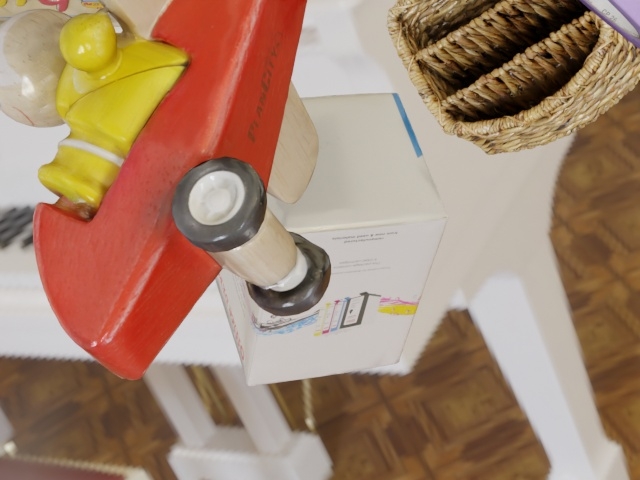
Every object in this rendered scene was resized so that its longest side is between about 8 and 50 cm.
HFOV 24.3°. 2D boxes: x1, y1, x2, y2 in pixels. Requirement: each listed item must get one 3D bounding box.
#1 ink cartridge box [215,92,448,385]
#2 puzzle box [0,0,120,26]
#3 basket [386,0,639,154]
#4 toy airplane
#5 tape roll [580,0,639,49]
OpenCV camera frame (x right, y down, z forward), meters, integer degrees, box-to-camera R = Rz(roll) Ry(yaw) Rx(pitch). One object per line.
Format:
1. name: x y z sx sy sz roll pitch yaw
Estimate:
1. ink cartridge box: 0.000 0.000 1.448 0.168 0.232 0.171 -6 52 -17
2. puzzle box: -0.210 -0.315 1.574 0.409 0.272 0.052 -5 68 -18
3. basket: 0.271 -0.266 2.045 0.299 0.223 0.213 -28 54 30
4. toy airplane: -0.111 -0.145 1.041 0.273 0.386 0.384 3 24 23
5. tape roll: 0.277 -0.293 1.475 0.090 0.275 0.275 -47 29 8
